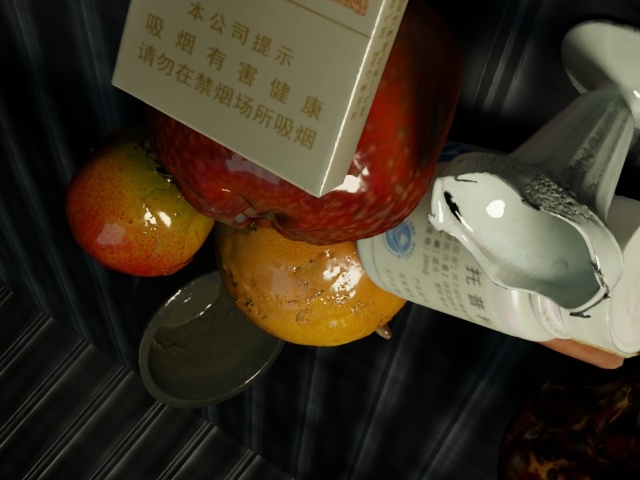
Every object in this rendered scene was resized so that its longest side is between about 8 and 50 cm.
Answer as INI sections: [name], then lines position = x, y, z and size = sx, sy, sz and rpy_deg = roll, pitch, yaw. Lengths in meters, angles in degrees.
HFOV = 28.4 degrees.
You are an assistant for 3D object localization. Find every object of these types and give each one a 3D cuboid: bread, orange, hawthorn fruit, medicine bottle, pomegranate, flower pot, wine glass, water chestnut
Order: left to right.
[pomegranate]
position = -0.235, -0.059, 1.715
size = 0.210, 0.210, 0.235
rpy_deg = 38, 134, -5
[flower pot]
position = -0.197, 0.121, 2.044
size = 0.166, 0.269, 0.269
rpy_deg = 46, 173, 47
[hawthorn fruit]
position = -0.008, -0.133, 1.125
size = 0.275, 0.300, 0.275
rpy_deg = 25, -166, -7
[orange]
position = 0.000, 0.000, 1.417
size = 0.240, 0.240, 0.240
rpy_deg = 31, 159, 13
[medicine bottle]
position = 0.188, 0.004, 1.214
size = 0.293, 0.170, 0.170
rpy_deg = 18, 153, 40
[bread]
position = 0.249, 0.072, 1.362
size = 0.192, 0.067, 0.119
rpy_deg = 21, -159, -41
[wine glass]
position = 0.200, -0.063, 1.009
size = 0.165, 0.196, 0.165
rpy_deg = 30, 157, 14
[water chestnut]
position = 0.336, 0.279, 1.469
size = 0.289, 0.289, 0.244
rpy_deg = 36, 150, 2

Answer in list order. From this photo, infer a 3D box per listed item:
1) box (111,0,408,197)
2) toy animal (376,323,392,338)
[box]
position = -0.021, -0.234, 0.901
size = 0.204, 0.051, 0.365
rpy_deg = 30, 120, 19
[toy animal]
position = 0.043, 0.048, 1.651
size = 0.184, 0.104, 0.185
rpy_deg = 38, 155, 1
